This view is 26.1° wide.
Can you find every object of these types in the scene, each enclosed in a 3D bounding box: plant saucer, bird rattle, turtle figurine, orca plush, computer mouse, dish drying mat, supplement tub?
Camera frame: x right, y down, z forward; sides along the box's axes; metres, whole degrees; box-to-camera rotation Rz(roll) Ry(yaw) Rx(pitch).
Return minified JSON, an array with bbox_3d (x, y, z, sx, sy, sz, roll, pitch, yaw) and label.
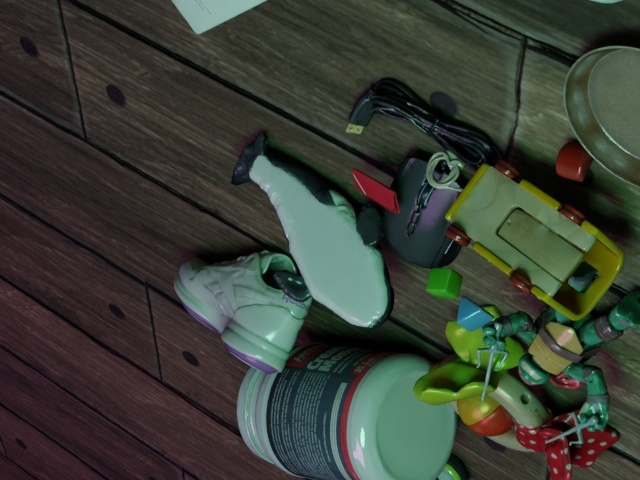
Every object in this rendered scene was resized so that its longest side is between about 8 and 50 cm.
[{"bbox_3d":[0.308,-0.118,1.296,0.168,0.029,0.168,30,148,22],"label":"plant saucer"},{"bbox_3d":[0.236,0.201,1.725,0.253,0.143,0.207,36,163,-12],"label":"bird rattle"},{"bbox_3d":[0.266,0.118,1.549,0.175,0.118,0.234,28,133,-1],"label":"turtle figurine"},{"bbox_3d":[0.000,0.000,1.732,0.287,0.151,0.102,36,-175,23],"label":"orca plush"},{"bbox_3d":[0.092,-0.063,1.583,0.184,0.060,0.262,36,148,11],"label":"computer mouse"},{"bbox_3d":[0.063,-0.057,1.582,0.083,0.008,0.032,36,146,51],"label":"dish drying mat"},{"bbox_3d":[0.033,0.240,1.891,0.272,0.191,0.191,2,130,48],"label":"supplement tub"}]

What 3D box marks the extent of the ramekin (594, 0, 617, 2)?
[{"bbox_3d":[0.214,-0.295,0.978,0.127,0.273,0.273,26,147,6],"label":"ramekin"}]

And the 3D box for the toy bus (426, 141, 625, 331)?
[{"bbox_3d":[0.217,-0.003,1.437,0.191,0.202,0.104,-14,151,31],"label":"toy bus"}]

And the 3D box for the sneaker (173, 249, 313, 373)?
[{"bbox_3d":[-0.101,0.074,1.949,0.114,0.152,0.305,29,-177,-36],"label":"sneaker"}]

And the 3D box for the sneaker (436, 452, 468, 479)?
[{"bbox_3d":[0.107,0.340,2.019,0.234,0.097,0.084,4,131,47],"label":"sneaker"}]

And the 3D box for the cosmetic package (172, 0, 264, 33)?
[{"bbox_3d":[-0.007,-0.337,1.237,0.365,0.197,0.155,-10,121,55],"label":"cosmetic package"}]
